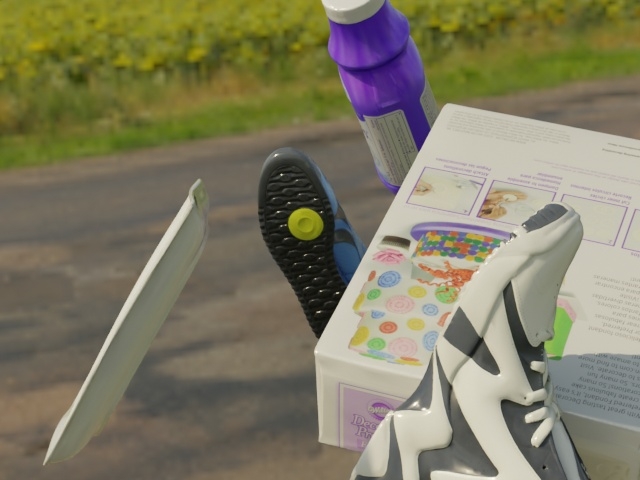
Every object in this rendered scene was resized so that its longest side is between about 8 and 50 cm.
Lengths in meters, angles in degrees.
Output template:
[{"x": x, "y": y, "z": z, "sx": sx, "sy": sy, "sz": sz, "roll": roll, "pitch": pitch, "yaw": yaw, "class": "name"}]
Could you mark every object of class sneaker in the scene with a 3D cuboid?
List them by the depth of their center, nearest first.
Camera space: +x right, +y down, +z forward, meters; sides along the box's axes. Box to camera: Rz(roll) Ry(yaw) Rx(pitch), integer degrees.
[{"x": 0.139, "y": 0.104, "z": 1.090, "sx": 0.153, "sy": 0.235, "sz": 0.094, "roll": 33, "pitch": 6, "yaw": 9, "class": "sneaker"}, {"x": 0.000, "y": 0.000, "z": 1.522, "sx": 0.069, "sy": 0.209, "sz": 0.082, "roll": -14, "pitch": 28, "yaw": 18, "class": "sneaker"}]

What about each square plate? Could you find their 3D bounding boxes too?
[{"x": -0.219, "y": 0.095, "z": 2.074, "sx": 0.049, "sy": 0.344, "sz": 0.347, "roll": 29, "pitch": 5, "yaw": -5, "class": "square plate"}]

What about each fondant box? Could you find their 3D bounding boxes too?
[{"x": 0.161, "y": 0.040, "z": 1.294, "sx": 0.238, "sy": 0.096, "sz": 0.330, "roll": 13, "pitch": 40, "yaw": 15, "class": "fondant box"}]

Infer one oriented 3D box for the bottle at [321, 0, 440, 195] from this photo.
[{"x": 0.073, "y": -0.174, "z": 1.894, "sx": 0.092, "sy": 0.283, "sz": 0.118, "roll": -19, "pitch": 46, "yaw": 6, "class": "bottle"}]
